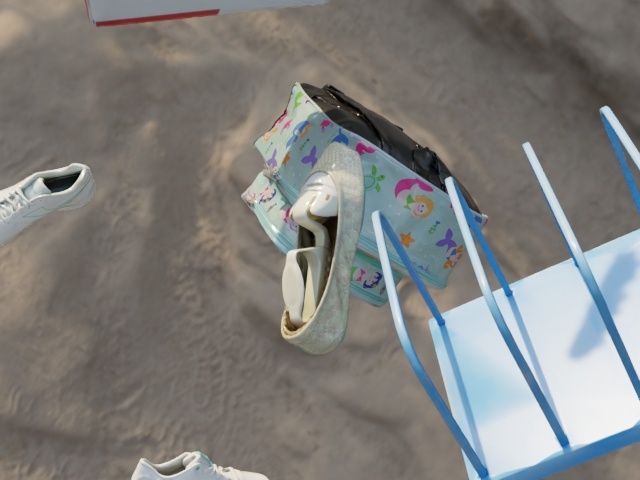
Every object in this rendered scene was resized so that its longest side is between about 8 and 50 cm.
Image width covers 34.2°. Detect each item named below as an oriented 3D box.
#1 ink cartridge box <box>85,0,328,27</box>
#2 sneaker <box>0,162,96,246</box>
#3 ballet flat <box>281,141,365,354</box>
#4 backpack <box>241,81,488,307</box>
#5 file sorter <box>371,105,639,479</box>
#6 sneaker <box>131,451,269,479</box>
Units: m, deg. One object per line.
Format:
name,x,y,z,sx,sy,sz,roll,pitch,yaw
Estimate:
ink cartridge box,-0.102,-0.298,0.917,0.197,0.114,0.273,-6,33,-1
sneaker,-0.302,-0.041,1.061,0.152,0.061,0.054,-29,82,-18
ballet flat,0.000,0.000,0.777,0.052,0.057,0.168,17,70,-44
backpack,0.046,-0.043,1.110,0.225,0.191,0.253,30,4,-28
file sorter,0.120,0.015,0.475,0.104,0.170,0.118,57,14,-33
sneaker,-0.164,0.343,1.492,0.212,0.094,0.080,2,19,-24
